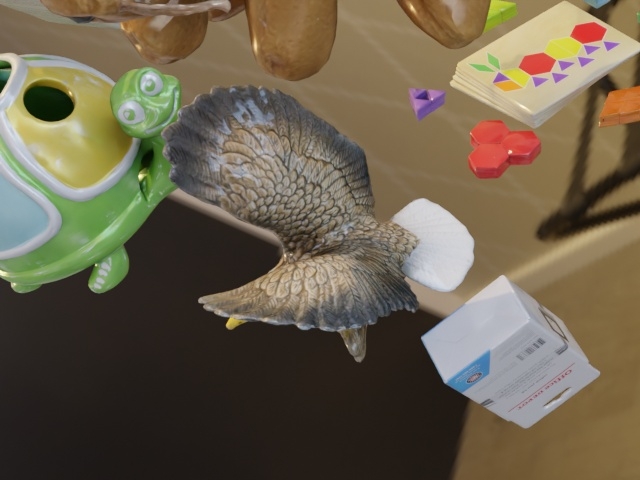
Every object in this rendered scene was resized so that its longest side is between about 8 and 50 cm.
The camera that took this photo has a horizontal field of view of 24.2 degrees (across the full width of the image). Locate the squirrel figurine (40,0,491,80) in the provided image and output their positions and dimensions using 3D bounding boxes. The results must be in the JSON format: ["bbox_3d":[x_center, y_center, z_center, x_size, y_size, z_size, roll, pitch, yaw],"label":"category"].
[{"bbox_3d":[-0.069,-0.308,1.011,0.281,0.370,0.397,21,108,35],"label":"squirrel figurine"}]

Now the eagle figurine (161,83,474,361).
[{"bbox_3d":[-0.007,0.009,1.368,0.225,0.226,0.298,-64,-23,-13],"label":"eagle figurine"}]

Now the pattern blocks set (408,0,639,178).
[{"bbox_3d":[0.255,-0.200,1.698,0.285,0.325,0.026,51,162,44],"label":"pattern blocks set"}]

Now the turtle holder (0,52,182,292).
[{"bbox_3d":[-0.288,-0.080,1.607,0.320,0.227,0.243,17,64,50],"label":"turtle holder"}]

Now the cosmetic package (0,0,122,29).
[{"bbox_3d":[-0.332,-0.352,1.515,0.155,0.365,0.197,12,88,36],"label":"cosmetic package"}]

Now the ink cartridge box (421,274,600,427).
[{"bbox_3d":[0.190,0.114,1.466,0.104,0.180,0.060,-39,53,13],"label":"ink cartridge box"}]
